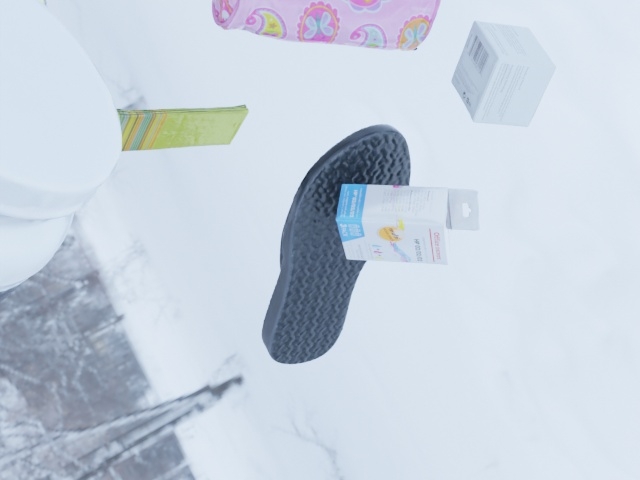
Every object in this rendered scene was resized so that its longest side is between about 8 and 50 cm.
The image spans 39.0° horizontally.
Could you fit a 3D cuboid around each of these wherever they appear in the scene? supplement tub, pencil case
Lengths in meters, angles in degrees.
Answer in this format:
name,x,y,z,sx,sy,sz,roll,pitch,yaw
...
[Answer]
name,x,y,z,sx,sy,sz,roll,pitch,yaw
supplement tub,-0.265,-0.019,0.512,0.191,0.272,0.191,41,-154,-26
pencil case,0.008,-0.305,1.121,0.124,0.284,0.124,4,95,64

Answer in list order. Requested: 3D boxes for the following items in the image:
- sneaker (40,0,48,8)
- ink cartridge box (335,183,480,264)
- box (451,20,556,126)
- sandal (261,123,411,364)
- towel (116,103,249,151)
name,x,y,z,sx,sy,sz,roll,pitch,yaw
sneaker,-0.530,-0.385,1.641,0.147,0.145,0.385,43,164,12
ink cartridge box,0.120,-0.020,1.213,0.104,0.181,0.062,71,-155,-56
box,0.241,-0.221,1.201,0.101,0.087,0.102,-106,25,-46
sandal,-0.003,0.001,1.380,0.107,0.167,0.446,60,138,43
towel,-0.237,-0.182,1.461,0.102,0.237,0.021,-48,57,49
